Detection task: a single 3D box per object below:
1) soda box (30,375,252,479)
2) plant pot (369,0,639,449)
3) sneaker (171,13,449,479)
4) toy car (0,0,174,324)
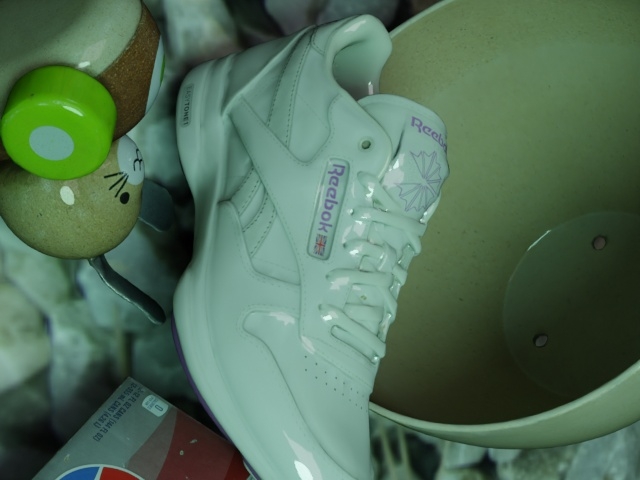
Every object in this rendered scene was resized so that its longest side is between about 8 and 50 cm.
[{"bbox_3d":[-0.137,0.187,0.659,0.092,0.083,0.263,33,42,7],"label":"soda box"},{"bbox_3d":[0.142,0.009,0.840,0.191,0.284,0.284,40,62,-51],"label":"plant pot"},{"bbox_3d":[0.000,0.000,0.736,0.114,0.152,0.305,38,36,-51],"label":"sneaker"},{"bbox_3d":[-0.123,-0.043,0.733,0.155,0.149,0.188,-86,152,-45],"label":"toy car"}]
